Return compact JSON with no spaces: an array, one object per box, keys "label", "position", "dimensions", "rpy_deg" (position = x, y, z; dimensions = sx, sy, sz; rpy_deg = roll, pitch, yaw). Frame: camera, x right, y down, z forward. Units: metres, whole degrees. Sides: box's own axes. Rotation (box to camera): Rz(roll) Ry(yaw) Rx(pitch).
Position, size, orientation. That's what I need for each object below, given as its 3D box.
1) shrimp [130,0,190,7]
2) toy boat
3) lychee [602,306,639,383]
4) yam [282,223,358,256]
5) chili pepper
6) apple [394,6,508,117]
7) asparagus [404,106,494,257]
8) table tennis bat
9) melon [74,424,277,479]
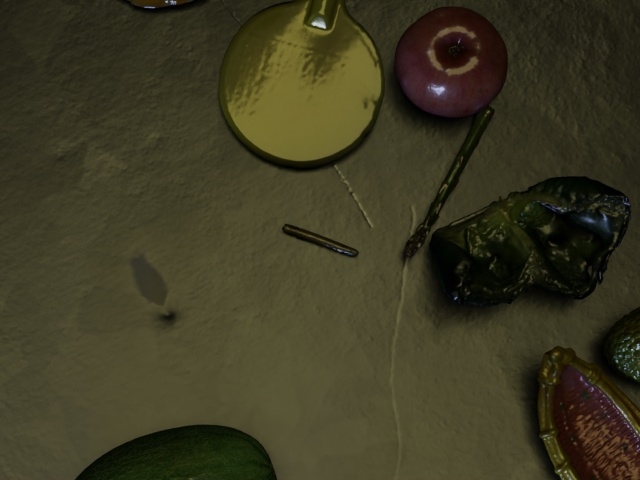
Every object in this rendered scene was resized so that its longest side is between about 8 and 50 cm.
[{"label":"shrimp","position":[-0.244,-0.443,1.672],"dimensions":[0.198,0.051,0.261],"rpy_deg":[-18,82,-7]},{"label":"toy boat","position":[0.371,0.276,1.530],"dimensions":[0.141,0.099,0.318],"rpy_deg":[-33,84,-6]},{"label":"lychee","position":[0.439,0.135,1.559],"dimensions":[0.147,0.114,0.114],"rpy_deg":[-11,78,14]},{"label":"yam","position":[0.000,0.000,1.607],"dimensions":[0.107,0.014,0.014],"rpy_deg":[20,77,1]},{"label":"chili pepper","position":[0.277,0.009,1.580],"dimensions":[0.265,0.116,0.148],"rpy_deg":[-24,42,-2]},{"label":"apple","position":[0.176,-0.240,1.618],"dimensions":[0.154,0.120,0.153],"rpy_deg":[1,78,-3]},{"label":"asparagus","position":[0.174,-0.079,1.626],"dimensions":[0.025,0.024,0.248],"rpy_deg":[36,73,-20]},{"label":"table tennis bat","position":[-0.009,-0.277,1.653],"dimensions":[0.224,0.054,0.368],"rpy_deg":[14,81,0]},{"label":"melon","position":[-0.191,0.320,1.438],"dimensions":[0.288,0.182,0.182],"rpy_deg":[-15,79,-9]}]
